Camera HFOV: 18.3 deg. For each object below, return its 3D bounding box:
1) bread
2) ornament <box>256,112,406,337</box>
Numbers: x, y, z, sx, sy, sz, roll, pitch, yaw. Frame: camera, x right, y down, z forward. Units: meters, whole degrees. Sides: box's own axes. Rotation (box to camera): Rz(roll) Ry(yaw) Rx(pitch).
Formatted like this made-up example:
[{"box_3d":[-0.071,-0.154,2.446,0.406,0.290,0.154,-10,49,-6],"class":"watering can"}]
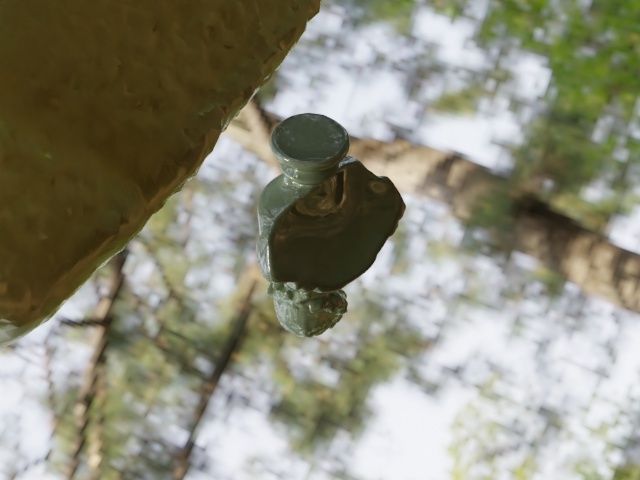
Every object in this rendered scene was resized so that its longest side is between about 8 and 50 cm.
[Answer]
[{"box_3d":[-0.091,-0.027,0.395,0.068,0.188,0.125,52,-129,-20],"class":"bread"},{"box_3d":[-0.001,-0.002,0.756,0.068,0.041,0.092,-7,-57,-49],"class":"ornament"}]
